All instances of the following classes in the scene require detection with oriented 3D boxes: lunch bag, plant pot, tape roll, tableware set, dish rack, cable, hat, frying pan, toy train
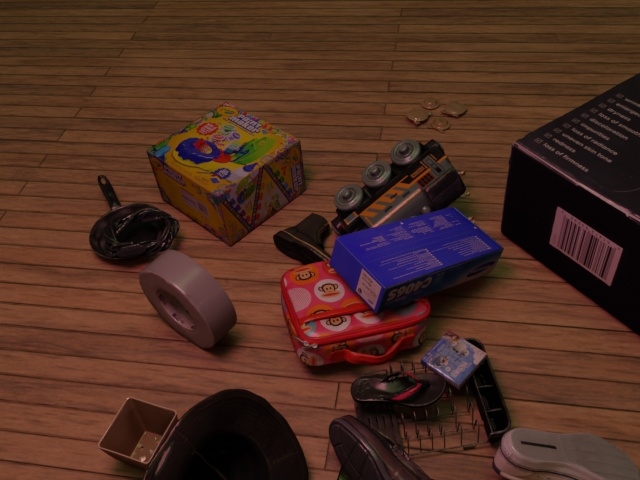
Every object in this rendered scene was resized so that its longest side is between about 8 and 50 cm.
[{"bbox_3d":[0.073,0.153,1.338,0.293,0.120,0.258,-10,43,-12],"label":"lunch bag"},{"bbox_3d":[-0.330,0.376,1.200,0.109,0.096,0.109,12,49,17],"label":"plant pot"},{"bbox_3d":[-0.282,0.126,1.352,0.219,0.219,0.072,27,55,29],"label":"tape roll"},{"bbox_3d":[0.345,-0.381,1.909,0.141,0.020,0.169,28,54,26],"label":"tableware set"},{"bbox_3d":[0.201,0.308,1.221,0.272,0.074,0.208,-9,44,-1],"label":"dish rack"},{"bbox_3d":[-0.441,-0.021,1.583,0.185,0.047,0.150,-16,45,-7],"label":"cable"},{"bbox_3d":[-0.181,0.424,1.084,0.134,0.331,0.331,-22,28,46],"label":"hat"},{"bbox_3d":[-0.539,-0.045,1.663,0.326,0.053,0.197,27,55,28],"label":"frying pan"},{"bbox_3d":[0.183,-0.102,1.528,0.334,0.142,0.190,-39,48,1],"label":"toy train"}]

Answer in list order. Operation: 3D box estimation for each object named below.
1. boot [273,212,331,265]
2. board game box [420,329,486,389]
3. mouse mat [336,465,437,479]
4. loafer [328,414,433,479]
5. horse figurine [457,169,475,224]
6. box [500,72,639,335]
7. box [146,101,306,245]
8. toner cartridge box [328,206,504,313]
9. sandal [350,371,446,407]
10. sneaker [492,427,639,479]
[{"bbox_3d":[0.000,0.000,1.547,0.198,0.076,0.137,33,52,31],"label":"boot"},{"bbox_3d":[0.256,0.227,1.227,0.090,0.020,0.090,32,59,32],"label":"board game box"},{"bbox_3d":[0.111,0.470,1.121,0.190,0.007,0.152,9,48,16],"label":"mouse mat"},{"bbox_3d":[0.137,0.418,1.109,0.095,0.109,0.302,-19,51,-38],"label":"loafer"},{"bbox_3d":[0.287,-0.075,1.581,0.175,0.066,0.263,-11,51,13],"label":"horse figurine"},{"bbox_3d":[0.742,-0.092,1.390,0.472,0.297,0.480,-30,49,-19],"label":"box"},{"bbox_3d":[-0.242,-0.183,1.679,0.290,0.177,0.279,31,56,31],"label":"box"},{"bbox_3d":[0.206,0.032,1.346,0.348,0.075,0.165,-14,47,-34],"label":"toner cartridge box"},{"bbox_3d":[0.144,0.273,1.189,0.179,0.040,0.067,-4,46,7],"label":"sandal"},{"bbox_3d":[0.422,0.388,1.112,0.258,0.091,0.094,16,41,-7],"label":"sneaker"}]
